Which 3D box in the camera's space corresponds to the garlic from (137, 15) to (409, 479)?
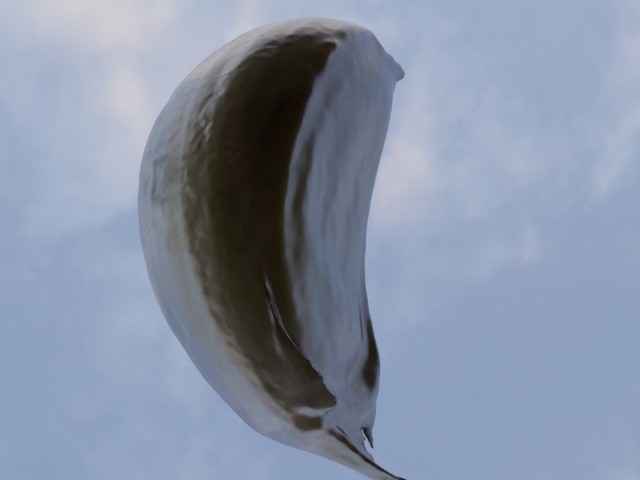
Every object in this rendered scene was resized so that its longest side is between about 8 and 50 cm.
[{"bbox_3d":[-0.012,0.010,0.936,0.196,0.151,0.338,3,-108,-23],"label":"garlic"}]
